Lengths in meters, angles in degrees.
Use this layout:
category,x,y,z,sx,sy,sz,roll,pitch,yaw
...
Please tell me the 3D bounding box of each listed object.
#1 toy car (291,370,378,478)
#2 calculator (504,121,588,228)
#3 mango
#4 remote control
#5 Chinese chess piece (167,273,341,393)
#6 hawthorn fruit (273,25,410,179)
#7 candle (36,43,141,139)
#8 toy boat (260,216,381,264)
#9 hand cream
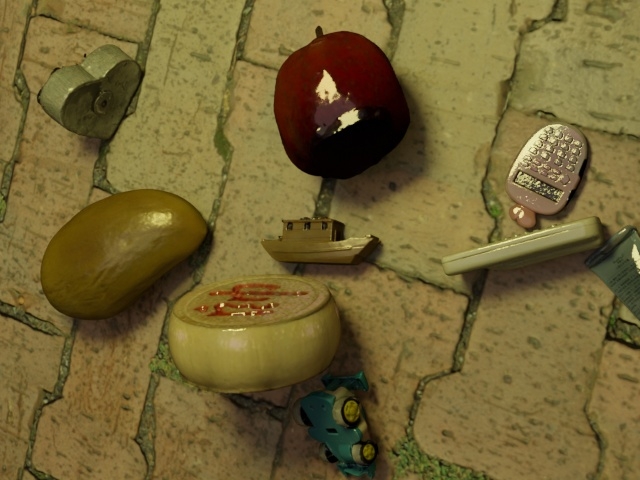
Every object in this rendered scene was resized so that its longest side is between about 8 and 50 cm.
category,x,y,z,sx,sy,sz,roll,pitch,yaw
toy car,0.046,0.292,1.447,0.126,0.098,0.161,-15,111,51
calculator,0.333,-0.096,1.345,0.103,0.024,0.165,30,99,23
mango,-0.365,0.014,1.624,0.332,0.142,0.195,-37,77,12
remote control,0.295,0.014,1.322,0.230,0.090,0.049,-16,86,24
Chinese chess piece,-0.102,0.141,1.413,0.270,0.270,0.112,3,107,26
hawthorn fruit,0.022,-0.220,1.403,0.215,0.215,0.249,-24,80,23
candle,-0.417,-0.259,1.655,0.068,0.192,0.168,38,148,21
toy boat,0.000,0.000,1.487,0.201,0.057,0.077,1,82,26
hand cream,0.477,0.099,1.252,0.088,0.055,0.256,-46,68,25
